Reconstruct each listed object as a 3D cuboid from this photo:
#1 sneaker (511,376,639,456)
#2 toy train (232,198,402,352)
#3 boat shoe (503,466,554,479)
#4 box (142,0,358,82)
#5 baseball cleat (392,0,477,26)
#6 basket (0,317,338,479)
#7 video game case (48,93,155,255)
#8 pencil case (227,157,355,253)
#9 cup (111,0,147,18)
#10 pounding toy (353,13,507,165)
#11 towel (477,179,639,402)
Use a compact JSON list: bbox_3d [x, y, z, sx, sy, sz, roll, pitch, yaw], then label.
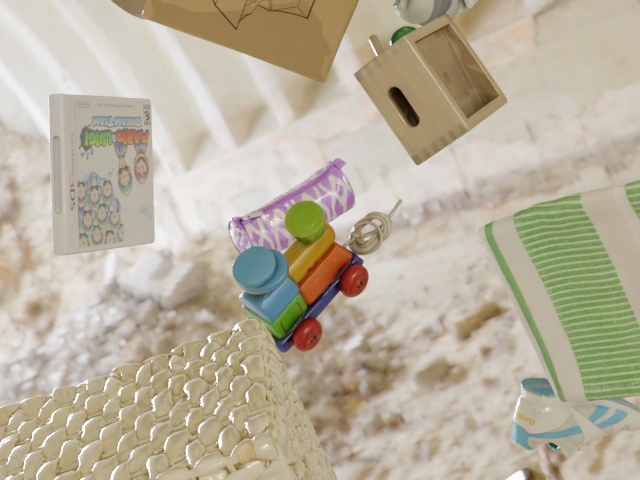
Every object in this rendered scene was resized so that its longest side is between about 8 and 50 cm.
[{"bbox_3d":[0.352,0.245,1.826,0.228,0.092,0.087,9,12,-33],"label":"sneaker"},{"bbox_3d":[0.000,0.000,1.549,0.248,0.105,0.143,-48,-32,-16],"label":"toy train"},{"bbox_3d":[0.191,0.342,1.448,0.302,0.098,0.109,-51,19,48],"label":"boat shoe"},{"bbox_3d":[-0.059,-0.264,1.333,0.021,0.201,0.164,-90,21,-64],"label":"box"},{"bbox_3d":[0.136,-0.324,1.389,0.109,0.206,0.072,9,12,-28],"label":"baseball cleat"},{"bbox_3d":[-0.132,0.266,1.103,0.328,0.266,0.331,-20,14,1],"label":"basket"},{"bbox_3d":[-0.201,-0.063,1.240,0.019,0.143,0.157,0,4,23],"label":"video game case"},{"bbox_3d":[-0.045,-0.043,2.000,0.206,0.088,0.086,-31,39,-22],"label":"pencil case"},{"bbox_3d":[-0.193,-0.507,1.879,0.237,0.331,0.331,-16,9,27],"label":"cup"},{"bbox_3d":[0.097,-0.160,1.332,0.100,0.141,0.130,-34,1,35],"label":"pounding toy"},{"bbox_3d":[0.337,0.052,1.317,0.324,0.248,0.038,-12,25,39],"label":"towel"}]
